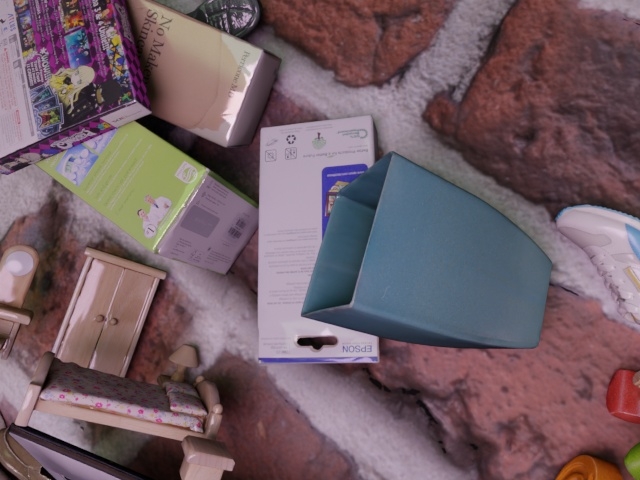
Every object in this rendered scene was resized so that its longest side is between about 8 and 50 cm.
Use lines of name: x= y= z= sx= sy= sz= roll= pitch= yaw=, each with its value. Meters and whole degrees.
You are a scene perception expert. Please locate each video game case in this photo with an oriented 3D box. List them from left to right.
video game case: x=-0.329 y=-0.222 z=0.664 sx=0.210 sy=0.042 sz=0.232 roll=-21 pitch=75 yaw=10

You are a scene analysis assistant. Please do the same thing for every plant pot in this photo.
plant pot: x=0.129 y=0.041 z=0.618 sx=0.234 sy=0.165 sz=0.165 roll=21 pitch=73 yaw=-14

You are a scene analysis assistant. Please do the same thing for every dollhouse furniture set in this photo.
dollhouse furniture set: x=-0.261 y=0.106 z=0.627 sx=0.303 sy=0.355 sz=0.173 roll=20 pitch=83 yaw=-22

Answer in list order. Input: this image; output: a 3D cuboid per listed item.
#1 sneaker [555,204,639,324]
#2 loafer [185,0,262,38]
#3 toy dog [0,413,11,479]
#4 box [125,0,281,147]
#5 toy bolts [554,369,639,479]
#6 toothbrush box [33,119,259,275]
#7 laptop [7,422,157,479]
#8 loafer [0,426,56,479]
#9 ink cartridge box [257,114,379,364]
sneaker: x=0.370 y=0.042 z=0.629 sx=0.229 sy=0.087 sz=0.092 roll=39 pitch=92 yaw=20
loafer: x=-0.209 y=-0.312 z=0.864 sx=0.268 sy=0.084 sz=0.096 roll=-20 pitch=105 yaw=13
toy dog: x=-0.593 y=0.365 z=0.632 sx=0.395 sy=0.408 sz=0.284 roll=41 pitch=91 yaw=18
box: x=-0.229 y=-0.256 z=0.768 sx=0.311 sy=0.121 sz=0.148 roll=23 pitch=103 yaw=3
toy bolts: x=0.375 y=0.250 z=0.563 sx=0.159 sy=0.218 sz=0.228 roll=31 pitch=54 yaw=6
toothbrush box: x=-0.243 y=-0.085 z=0.745 sx=0.283 sy=0.206 sz=0.122 roll=32 pitch=88 yaw=19
laptop: x=-0.191 y=0.455 z=0.611 sx=0.382 sy=0.407 sz=0.236 roll=14 pitch=48 yaw=16
loafer: x=-0.408 y=0.320 z=0.783 sx=0.148 sy=0.056 sz=0.050 roll=45 pitch=91 yaw=8
ink cartridge box: x=0.000 y=0.000 z=0.742 sx=0.166 sy=0.065 sz=0.332 roll=-3 pitch=76 yaw=13
